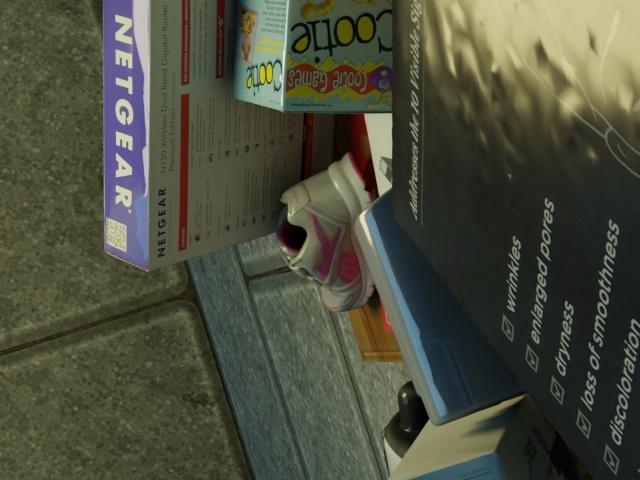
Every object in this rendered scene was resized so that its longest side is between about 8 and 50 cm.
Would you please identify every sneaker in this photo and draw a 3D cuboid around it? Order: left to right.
[{"bbox_3d":[0.000,0.000,1.667,0.252,0.111,0.103,85,166,-48],"label":"sneaker"}]

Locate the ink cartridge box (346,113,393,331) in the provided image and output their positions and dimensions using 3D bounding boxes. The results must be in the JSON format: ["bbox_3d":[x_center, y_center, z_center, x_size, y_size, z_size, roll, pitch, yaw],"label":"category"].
[{"bbox_3d":[0.104,-0.010,1.567,0.261,0.066,0.296,5,110,56],"label":"ink cartridge box"}]

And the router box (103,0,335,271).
[{"bbox_3d":[-0.110,-0.163,1.602,0.082,0.301,0.335,22,117,40],"label":"router box"}]

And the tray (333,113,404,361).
[{"bbox_3d":[0.053,-0.045,1.798,0.203,0.076,0.411,162,89,-73],"label":"tray"}]

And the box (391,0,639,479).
[{"bbox_3d":[0.260,-0.095,0.711,0.472,0.297,0.480,-126,24,-43],"label":"box"}]

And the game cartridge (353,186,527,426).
[{"bbox_3d":[0.185,0.003,1.047,0.060,0.294,0.196,114,136,-69],"label":"game cartridge"}]

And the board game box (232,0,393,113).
[{"bbox_3d":[0.002,-0.281,1.471,0.144,0.142,0.275,25,113,62],"label":"board game box"}]

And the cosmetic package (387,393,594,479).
[{"bbox_3d":[0.196,0.243,1.128,0.284,0.097,0.377,68,-158,-6],"label":"cosmetic package"}]

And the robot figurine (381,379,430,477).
[{"bbox_3d":[0.170,0.280,1.591,0.209,0.174,0.278,-103,2,-70],"label":"robot figurine"}]
